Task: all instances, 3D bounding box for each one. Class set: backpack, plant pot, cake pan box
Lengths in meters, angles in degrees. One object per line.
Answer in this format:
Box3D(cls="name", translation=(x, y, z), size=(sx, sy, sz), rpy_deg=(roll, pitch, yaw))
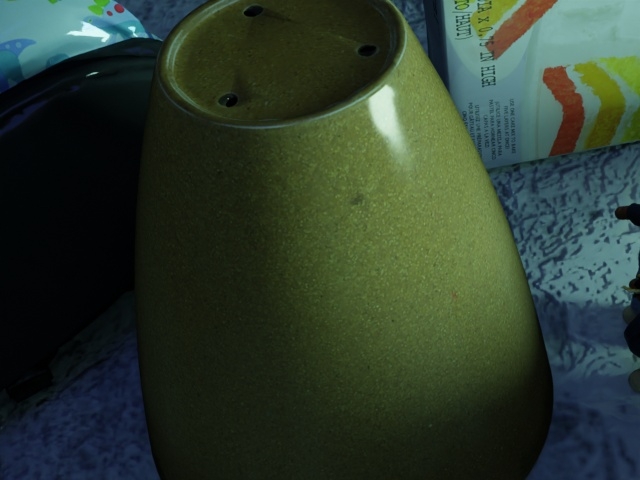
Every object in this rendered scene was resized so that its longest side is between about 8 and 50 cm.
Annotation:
Box3D(cls="backpack", translation=(-0.266, -0.088, 0.864), size=(0.290, 0.273, 0.355), rpy_deg=(-38, 36, -17))
Box3D(cls="plant pot", translation=(0.000, 0.000, 0.690), size=(0.237, 0.254, 0.237), rpy_deg=(-5, 43, 5))
Box3D(cls="cake pan box", translation=(0.188, -0.180, 0.829), size=(0.246, 0.267, 0.070), rpy_deg=(-11, 41, -3))

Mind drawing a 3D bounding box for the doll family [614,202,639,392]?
Box3D(cls="doll family", translation=(0.210, 0.045, 0.703), size=(0.076, 0.111, 0.193), rpy_deg=(-33, 47, -21))
